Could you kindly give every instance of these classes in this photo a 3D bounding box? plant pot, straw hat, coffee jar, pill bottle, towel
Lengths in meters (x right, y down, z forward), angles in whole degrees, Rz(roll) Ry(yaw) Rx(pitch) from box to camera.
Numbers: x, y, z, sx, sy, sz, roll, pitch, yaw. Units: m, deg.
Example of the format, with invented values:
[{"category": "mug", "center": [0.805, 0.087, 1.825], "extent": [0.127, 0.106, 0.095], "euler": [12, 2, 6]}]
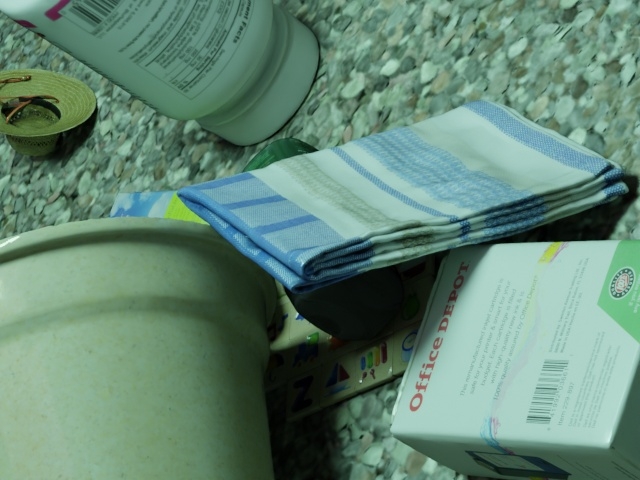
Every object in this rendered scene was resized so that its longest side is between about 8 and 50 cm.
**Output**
[{"category": "plant pot", "center": [-0.160, 0.197, 1.484], "extent": [0.334, 0.334, 0.305], "euler": [-34, 56, 29]}, {"category": "straw hat", "center": [-0.311, -0.125, 2.097], "extent": [0.144, 0.145, 0.061], "euler": [-118, 26, -51]}, {"category": "coffee jar", "center": [0.000, 0.000, 1.596], "extent": [0.079, 0.096, 0.184], "euler": [-45, 37, 14]}, {"category": "pill bottle", "center": [-0.146, -0.209, 1.778], "extent": [0.160, 0.283, 0.160], "euler": [-29, 44, 33]}, {"category": "towel", "center": [0.060, -0.042, 1.468], "extent": [0.209, 0.285, 0.034], "euler": [36, 136, 55]}]

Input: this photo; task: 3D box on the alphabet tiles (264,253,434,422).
[{"category": "alphabet tiles", "center": [0.005, 0.055, 1.639], "extent": [0.237, 0.009, 0.198], "euler": [-27, 46, 36]}]

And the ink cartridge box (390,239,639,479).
[{"category": "ink cartridge box", "center": [0.166, 0.086, 1.354], "extent": [0.212, 0.093, 0.154], "euler": [-1, 62, 48]}]

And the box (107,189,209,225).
[{"category": "box", "center": [-0.142, 0.006, 1.818], "extent": [0.178, 0.042, 0.109], "euler": [-1, 63, 49]}]
